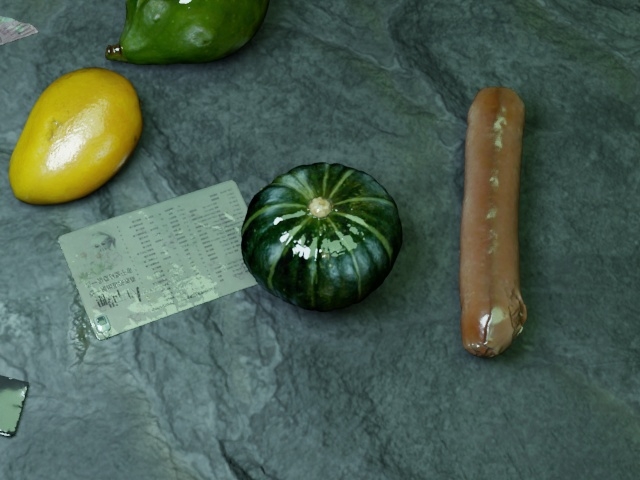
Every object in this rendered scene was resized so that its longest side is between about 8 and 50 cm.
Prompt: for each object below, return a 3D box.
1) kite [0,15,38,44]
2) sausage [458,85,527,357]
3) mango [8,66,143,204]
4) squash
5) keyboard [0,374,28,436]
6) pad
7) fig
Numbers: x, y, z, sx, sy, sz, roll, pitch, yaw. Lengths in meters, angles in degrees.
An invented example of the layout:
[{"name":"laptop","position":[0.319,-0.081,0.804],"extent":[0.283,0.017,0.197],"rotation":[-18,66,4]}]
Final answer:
[{"name":"kite","position":[-0.466,-0.325,1.612],"extent":[0.137,0.005,0.152],"rotation":[21,65,-8]},{"name":"sausage","position":[0.248,-0.031,1.628],"extent":[0.094,0.094,0.419],"rotation":[11,66,-14]},{"name":"mango","position":[-0.329,-0.135,1.518],"extent":[0.145,0.112,0.219],"rotation":[37,76,2]},{"name":"squash","position":[0.000,-0.005,1.509],"extent":[0.218,0.172,0.218],"rotation":[2,71,-7]},{"name":"keyboard","position":[-0.467,0.187,1.400],"extent":[0.196,0.015,0.074],"rotation":[15,62,-9]},{"name":"pad","position":[-0.206,0.021,1.537],"extent":[0.265,0.009,0.159],"rotation":[-20,74,-21]},{"name":"fig","position":[-0.197,-0.328,1.608],"extent":[0.245,0.195,0.195],"rotation":[-42,82,11]}]
